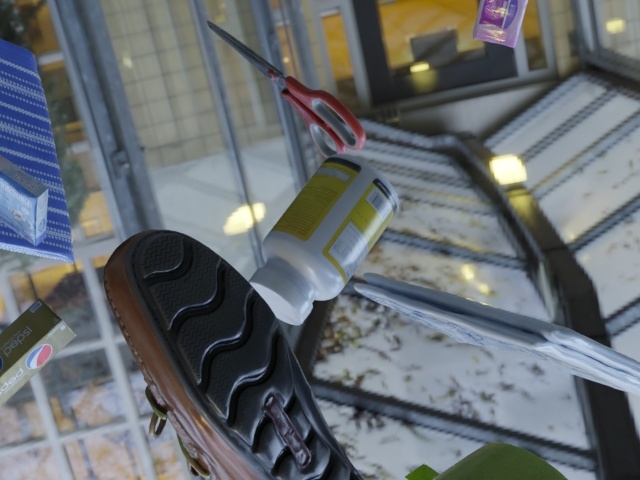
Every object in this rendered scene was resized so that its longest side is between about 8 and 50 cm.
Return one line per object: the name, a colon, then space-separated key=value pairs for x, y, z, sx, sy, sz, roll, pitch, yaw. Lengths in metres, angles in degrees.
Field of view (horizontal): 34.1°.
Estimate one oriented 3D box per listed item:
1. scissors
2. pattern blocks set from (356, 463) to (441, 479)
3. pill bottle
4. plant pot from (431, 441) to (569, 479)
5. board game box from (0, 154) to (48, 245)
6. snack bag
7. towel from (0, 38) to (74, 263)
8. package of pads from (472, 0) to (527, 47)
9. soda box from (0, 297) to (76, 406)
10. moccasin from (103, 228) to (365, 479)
scissors: x=-0.049 y=-0.230 z=1.476 sx=0.021 sy=0.297 sz=0.109 roll=-39 pitch=176 yaw=-28
pattern blocks set: x=0.122 y=0.507 z=1.731 sx=0.285 sy=0.026 sz=0.325 roll=-55 pitch=-137 yaw=1
pill bottle: x=0.000 y=0.000 z=1.157 sx=0.103 sy=0.103 sz=0.184 roll=9 pitch=-125 yaw=50
plant pot: x=0.153 y=0.370 z=1.105 sx=0.275 sy=0.275 sz=0.293 roll=7 pitch=-133 yaw=48
board game box: x=-0.331 y=-0.048 z=1.109 sx=0.090 sy=0.090 sz=0.020 roll=34 pitch=-128 yaw=9
snack bag: x=0.249 y=0.124 z=1.132 sx=0.342 sy=0.037 sz=0.323 roll=24 pitch=174 yaw=-32
towel: x=-0.442 y=-0.138 z=1.371 sx=0.040 sy=0.336 sz=0.243 roll=-24 pitch=160 yaw=25
package of pads: x=0.200 y=-0.256 z=1.146 sx=0.050 sy=0.083 sz=0.032 roll=12 pitch=-146 yaw=3
soda box: x=-0.446 y=0.172 z=1.503 sx=0.058 sy=0.061 sz=0.181 roll=39 pitch=-106 yaw=25
moccasin: x=-0.078 y=0.156 z=0.936 sx=0.147 sy=0.380 sz=0.139 roll=-11 pitch=-146 yaw=39
